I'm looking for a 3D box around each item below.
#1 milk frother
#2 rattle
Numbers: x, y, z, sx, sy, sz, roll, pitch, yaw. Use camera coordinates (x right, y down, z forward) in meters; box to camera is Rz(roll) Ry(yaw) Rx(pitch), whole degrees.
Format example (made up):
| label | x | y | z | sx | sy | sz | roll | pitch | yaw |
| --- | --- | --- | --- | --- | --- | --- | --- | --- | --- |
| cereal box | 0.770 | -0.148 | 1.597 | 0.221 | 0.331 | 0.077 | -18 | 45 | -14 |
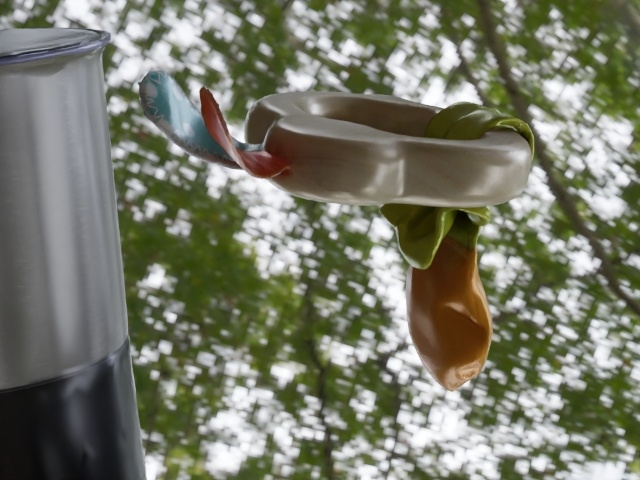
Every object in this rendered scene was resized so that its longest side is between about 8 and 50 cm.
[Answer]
| label | x | y | z | sx | sy | sz | roll | pitch | yaw |
| --- | --- | --- | --- | --- | --- | --- | --- | --- | --- |
| milk frother | -0.055 | 0.019 | 0.388 | 0.129 | 0.143 | 0.134 | -118 | -157 | -75 |
| rattle | 0.000 | 0.000 | 0.687 | 0.130 | 0.200 | 0.142 | 33 | -65 | 22 |
